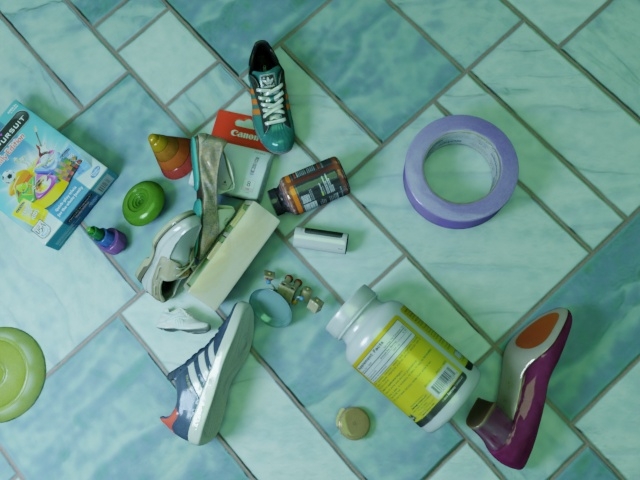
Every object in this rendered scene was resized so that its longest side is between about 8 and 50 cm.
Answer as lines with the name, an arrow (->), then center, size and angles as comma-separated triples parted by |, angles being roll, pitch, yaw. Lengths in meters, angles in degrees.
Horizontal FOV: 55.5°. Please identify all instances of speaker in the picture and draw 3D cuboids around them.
speaker -> 0.000, 0.000, 1.530 | 0.136, 0.055, 0.055 | 8, 79, 6

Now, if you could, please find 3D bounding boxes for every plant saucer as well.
plant saucer -> -0.815, 0.337, 1.530 | 0.241, 0.037, 0.241 | -1, 79, 4
plant saucer -> -0.119, 0.161, 1.492 | 0.119, 0.119, 0.021 | 30, 40, 9

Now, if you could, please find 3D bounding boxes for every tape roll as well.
tape roll -> 0.346, -0.170, 1.522 | 0.275, 0.090, 0.275 | -1, 79, 4

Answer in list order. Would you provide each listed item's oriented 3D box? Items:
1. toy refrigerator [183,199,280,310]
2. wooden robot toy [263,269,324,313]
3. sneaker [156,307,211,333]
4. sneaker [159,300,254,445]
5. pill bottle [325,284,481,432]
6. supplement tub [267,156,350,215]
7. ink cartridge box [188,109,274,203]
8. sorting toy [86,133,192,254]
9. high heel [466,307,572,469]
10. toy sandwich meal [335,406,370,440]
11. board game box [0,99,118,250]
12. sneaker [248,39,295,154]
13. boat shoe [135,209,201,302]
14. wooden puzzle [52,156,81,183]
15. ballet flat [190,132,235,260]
toy refrigerator -> -0.223, 0.030, 1.501 | 0.094, 0.102, 0.269 | 38, 83, -18
wooden robot toy -> -0.077, 0.141, 1.514 | 0.173, 0.076, 0.079 | 26, 117, 9
sneaker -> -0.336, 0.196, 1.502 | 0.152, 0.054, 0.061 | 3, 69, 23
sneaker -> -0.278, 0.298, 1.457 | 0.148, 0.131, 0.350 | 15, 73, 21
pill bottle -> 0.181, 0.261, 1.396 | 0.334, 0.188, 0.188 | 41, 84, 11
supplement tub -> -0.032, -0.130, 1.533 | 0.198, 0.106, 0.106 | -22, 78, -1
ink cartridge box -> -0.220, -0.228, 1.593 | 0.189, 0.066, 0.232 | 13, 84, 7
sorting toy -> -0.466, -0.135, 1.538 | 0.127, 0.126, 0.365 | 35, 86, 31
high heel -> 0.499, 0.340, 1.421 | 0.181, 0.127, 0.377 | 45, 80, -18
toy sandwich meal -> 0.077, 0.436, 1.450 | 0.085, 0.029, 0.085 | 2, 74, -6
board game box -> -0.751, -0.174, 1.607 | 0.336, 0.079, 0.254 | 35, 83, 10
sneaker -> -0.135, -0.374, 1.571 | 0.108, 0.121, 0.302 | -13, 74, -5
boat shoe -> -0.345, 0.042, 1.453 | 0.113, 0.302, 0.103 | -28, 76, -42
wooden puzzle -> -0.652, -0.181, 1.557 | 0.049, 0.006, 0.083 | 26, 81, 8
ballet flat -> -0.264, -0.107, 1.505 | 0.106, 0.107, 0.316 | 0, 93, -21
